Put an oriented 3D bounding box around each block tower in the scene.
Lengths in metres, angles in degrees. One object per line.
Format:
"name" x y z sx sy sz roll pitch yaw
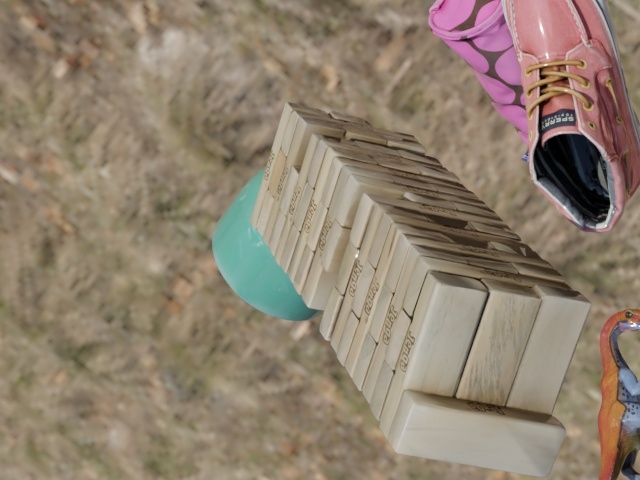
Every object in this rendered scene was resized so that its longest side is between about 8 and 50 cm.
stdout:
"block tower" 0.047 0.013 0.942 0.091 0.097 0.335 10 -161 -19

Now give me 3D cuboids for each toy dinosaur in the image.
"toy dinosaur" 0.146 0.073 0.770 0.082 0.090 0.047 63 144 24

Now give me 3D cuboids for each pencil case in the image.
"pencil case" 0.178 -0.164 1.499 0.098 0.095 0.209 22 163 43

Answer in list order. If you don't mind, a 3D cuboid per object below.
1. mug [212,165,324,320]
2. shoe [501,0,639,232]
"mug" -0.006 -0.007 1.442 0.157 0.097 0.129 0 -127 -36
"shoe" 0.153 -0.094 0.999 0.063 0.081 0.178 -15 109 27
